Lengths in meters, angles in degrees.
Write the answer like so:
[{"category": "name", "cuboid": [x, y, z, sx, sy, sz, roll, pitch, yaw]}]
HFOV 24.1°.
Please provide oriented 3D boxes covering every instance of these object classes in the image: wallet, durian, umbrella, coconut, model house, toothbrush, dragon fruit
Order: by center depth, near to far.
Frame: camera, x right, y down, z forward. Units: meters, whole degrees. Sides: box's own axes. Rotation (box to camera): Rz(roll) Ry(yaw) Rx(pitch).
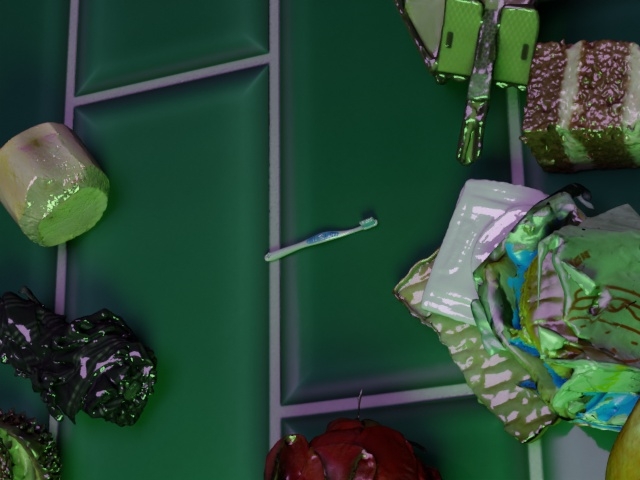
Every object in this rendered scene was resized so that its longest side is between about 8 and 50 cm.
[{"category": "dragon fruit", "cuboid": [0.030, 0.290, 1.698, 0.234, 0.234, 0.293, -19, 47, 19]}, {"category": "wallet", "cuboid": [0.198, 0.014, 1.775, 0.124, 0.032, 0.182, 15, 76, 28]}, {"category": "model house", "cuboid": [0.185, -0.236, 1.851, 0.205, 0.218, 0.278, 8, 98, 8]}, {"category": "toothbrush", "cuboid": [0.000, 0.000, 1.929, 0.162, 0.017, 0.014, -20, 51, 22]}, {"category": "durian", "cuboid": [-0.437, 0.298, 1.934, 0.196, 0.196, 0.167, 34, 107, 31]}, {"category": "umbrella", "cuboid": [-0.355, 0.127, 1.994, 0.337, 0.128, 0.154, 36, 92, 34]}, {"category": "coconut", "cuboid": [-0.378, -0.084, 2.069, 0.147, 0.147, 0.152, -41, 63, 7]}]

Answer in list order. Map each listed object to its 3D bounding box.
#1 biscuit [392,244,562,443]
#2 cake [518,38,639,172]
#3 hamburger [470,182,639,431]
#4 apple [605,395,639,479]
[{"category": "biscuit", "cuboid": [0.225, 0.096, 1.770, 0.187, 0.036, 0.273, -40, 59, 8]}, {"category": "cake", "cuboid": [0.324, -0.154, 1.760, 0.147, 0.135, 0.134, 6, 74, 23]}, {"category": "hamburger", "cuboid": [0.301, 0.066, 1.647, 0.276, 0.150, 0.260, 29, 77, 14]}, {"category": "apple", "cuboid": [0.442, 0.262, 1.460, 0.346, 0.179, 0.254, 24, 120, 25]}]
